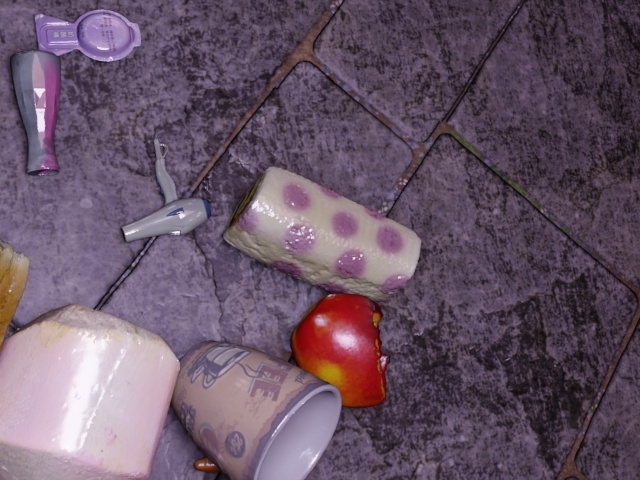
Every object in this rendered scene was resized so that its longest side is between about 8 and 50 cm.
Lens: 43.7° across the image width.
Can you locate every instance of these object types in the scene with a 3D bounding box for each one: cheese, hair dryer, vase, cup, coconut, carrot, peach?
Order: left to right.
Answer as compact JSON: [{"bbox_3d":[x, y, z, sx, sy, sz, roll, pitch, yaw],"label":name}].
[{"bbox_3d":[-0.504,-0.225,1.428,0.086,0.086,0.214,-3,85,-22],"label":"vase"},{"bbox_3d":[-0.394,0.276,1.265,0.298,0.297,0.309,24,69,-16],"label":"coconut"},{"bbox_3d":[-0.436,-0.387,1.506,0.191,0.042,0.105,-5,80,-22],"label":"cheese"},{"bbox_3d":[-0.320,-0.085,1.491,0.167,0.067,0.199,-33,82,-19],"label":"hair dryer"},{"bbox_3d":[-0.109,0.293,1.405,0.257,0.301,0.227,31,90,29],"label":"cup"},{"bbox_3d":[-0.111,0.403,1.475,0.248,0.043,0.043,-2,80,-20],"label":"carrot"},{"bbox_3d":[0.060,0.209,1.501,0.226,0.190,0.196,41,64,-2],"label":"peach"}]

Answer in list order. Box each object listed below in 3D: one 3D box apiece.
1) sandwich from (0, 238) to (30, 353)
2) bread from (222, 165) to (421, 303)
[{"bbox_3d":[-0.610,0.117,1.212,0.301,0.099,0.271,0,57,19],"label":"sandwich"},{"bbox_3d":[0.000,0.000,1.522,0.338,0.187,0.155,26,63,-16],"label":"bread"}]
